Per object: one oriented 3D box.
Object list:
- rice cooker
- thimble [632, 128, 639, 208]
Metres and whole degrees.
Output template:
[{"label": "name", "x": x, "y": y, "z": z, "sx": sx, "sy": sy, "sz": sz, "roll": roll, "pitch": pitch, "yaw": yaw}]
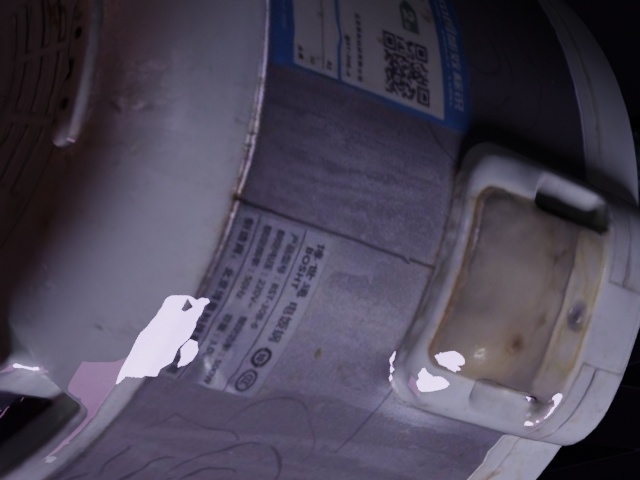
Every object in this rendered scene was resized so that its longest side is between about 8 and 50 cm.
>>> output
[{"label": "rice cooker", "x": -0.041, "y": -0.016, "z": 0.693, "sx": 0.277, "sy": 0.288, "sz": 0.288, "roll": 19, "pitch": 157, "yaw": -41}, {"label": "thimble", "x": 0.219, "y": -0.010, "z": 1.007, "sx": 0.135, "sy": 0.090, "sz": 0.118, "roll": 12, "pitch": 164, "yaw": -36}]
